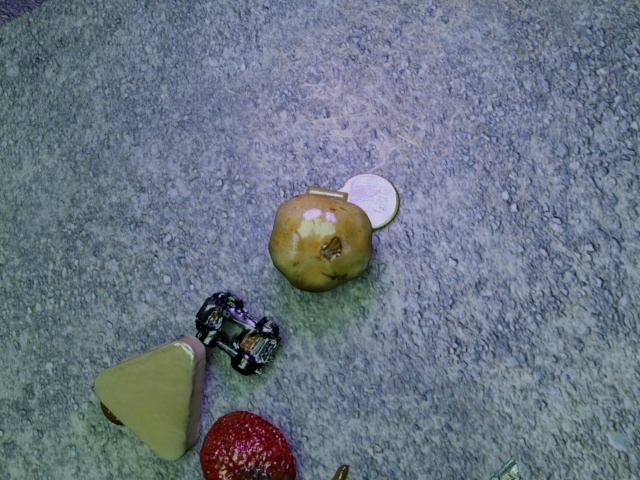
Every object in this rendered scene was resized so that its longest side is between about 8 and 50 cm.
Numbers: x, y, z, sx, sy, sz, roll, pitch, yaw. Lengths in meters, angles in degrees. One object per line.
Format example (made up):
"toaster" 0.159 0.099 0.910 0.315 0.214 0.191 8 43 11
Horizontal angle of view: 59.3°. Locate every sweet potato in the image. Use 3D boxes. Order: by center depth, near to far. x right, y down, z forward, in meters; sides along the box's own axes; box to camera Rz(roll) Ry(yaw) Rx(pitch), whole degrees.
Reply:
"sweet potato" 0.030 0.748 1.675 0.053 0.054 0.182 41 85 12

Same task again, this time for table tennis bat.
"table tennis bat" 0.107 -0.139 1.901 0.321 0.050 0.198 9 79 10

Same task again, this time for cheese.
"cheese" -0.549 0.477 1.788 0.384 0.104 0.383 1 93 15

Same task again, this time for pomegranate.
"pomegranate" 0.000 0.000 1.747 0.333 0.332 0.332 -3 75 11

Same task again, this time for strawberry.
"strawberry" -0.215 0.635 1.668 0.238 0.250 0.288 -36 46 7

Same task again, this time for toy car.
"toy car" -0.270 0.291 1.823 0.301 0.118 0.193 33 90 18

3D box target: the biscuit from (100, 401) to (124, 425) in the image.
"biscuit" -0.658 0.526 1.891 0.188 0.027 0.187 -3 76 11

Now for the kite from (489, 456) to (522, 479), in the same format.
"kite" 0.523 0.820 1.573 0.369 0.014 0.406 -2 74 11
